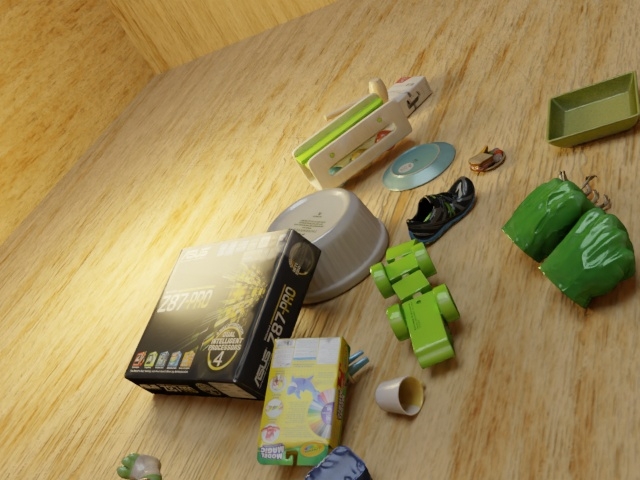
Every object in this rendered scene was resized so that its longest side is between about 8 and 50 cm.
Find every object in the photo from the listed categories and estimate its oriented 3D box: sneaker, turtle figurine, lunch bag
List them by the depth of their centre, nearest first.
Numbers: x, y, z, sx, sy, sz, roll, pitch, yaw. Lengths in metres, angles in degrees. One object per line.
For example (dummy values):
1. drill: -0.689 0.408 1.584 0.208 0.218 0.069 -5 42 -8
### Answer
1. lunch bag: 0.027 0.365 1.235 0.098 0.065 0.067 -38 44 -14
2. turtle figurine: -0.306 0.463 1.274 0.274 0.198 0.266 -31 24 -5
3. sneaker: 0.247 -0.070 1.697 0.188 0.078 0.067 -42 30 -20

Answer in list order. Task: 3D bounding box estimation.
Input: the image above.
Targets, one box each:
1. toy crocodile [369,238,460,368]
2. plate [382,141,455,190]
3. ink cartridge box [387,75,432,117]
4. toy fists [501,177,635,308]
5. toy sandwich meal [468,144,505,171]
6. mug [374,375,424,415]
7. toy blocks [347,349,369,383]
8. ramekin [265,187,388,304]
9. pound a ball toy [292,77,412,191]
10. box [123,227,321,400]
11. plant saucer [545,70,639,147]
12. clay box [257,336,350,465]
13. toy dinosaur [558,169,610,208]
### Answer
1. toy crocodile: 0.174 0.105 1.482 0.115 0.105 0.340 -27 33 8
2. plate: 0.227 -0.183 1.957 0.188 0.024 0.188 -23 30 14
3. ink cartridge box: 0.221 -0.383 2.249 0.135 0.056 0.099 -45 30 -24
4. toy fists: 0.419 -0.005 1.380 0.142 0.096 0.279 -52 27 14
5. toy sandwich meal: 0.360 -0.180 1.810 0.085 0.029 0.085 -24 29 14
6. mug: 0.127 0.252 1.339 0.064 0.078 0.062 -14 64 46
7. toy blocks: 0.009 0.231 1.478 0.148 0.054 0.123 -34 28 -3
8. ramekin: 0.000 0.000 1.780 0.272 0.127 0.273 -24 29 14
9. pound a ball toy: 0.088 -0.260 2.098 0.319 0.136 0.208 -37 28 -7
10. box: -0.200 0.152 1.654 0.395 0.097 0.318 -8 52 48
11. plant saucer: 0.567 -0.261 1.718 0.188 0.045 0.188 -16 31 28
12. clay box: -0.027 0.270 1.378 0.127 0.053 0.222 -4 57 20
13. toy dinosaur: 0.471 -0.060 1.504 0.092 0.053 0.183 -33 35 38
